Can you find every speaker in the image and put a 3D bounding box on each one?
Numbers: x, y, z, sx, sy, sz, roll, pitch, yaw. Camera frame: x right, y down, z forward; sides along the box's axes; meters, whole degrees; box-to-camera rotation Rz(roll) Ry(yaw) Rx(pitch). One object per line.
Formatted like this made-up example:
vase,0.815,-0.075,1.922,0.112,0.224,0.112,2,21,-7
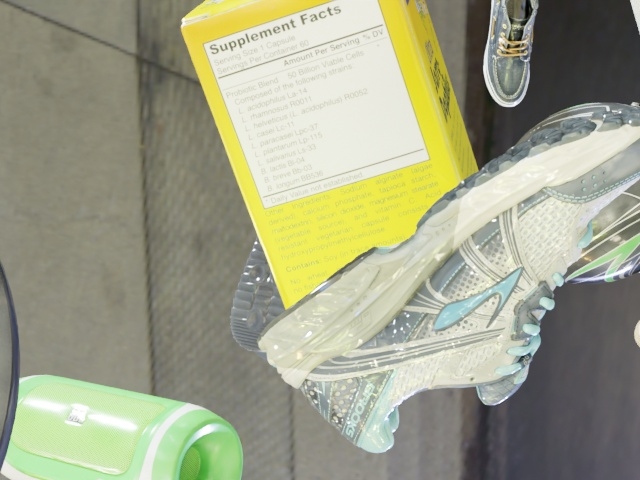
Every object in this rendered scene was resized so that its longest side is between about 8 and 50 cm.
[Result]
speaker,-0.229,0.221,1.356,0.131,0.296,0.131,-9,101,-52

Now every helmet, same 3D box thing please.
helmet,0.238,-0.041,1.102,0.161,0.169,0.169,61,49,-71

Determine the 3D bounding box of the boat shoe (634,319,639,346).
boat shoe,0.488,0.070,1.368,0.302,0.098,0.109,-10,71,-8

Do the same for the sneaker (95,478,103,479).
sneaker,-0.171,0.254,1.034,0.047,0.057,0.119,-90,-166,-69

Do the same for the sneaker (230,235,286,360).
sneaker,0.000,0.000,1.536,0.131,0.112,0.319,36,77,-52

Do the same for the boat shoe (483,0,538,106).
boat shoe,0.266,-0.279,1.769,0.065,0.083,0.183,-1,96,-3

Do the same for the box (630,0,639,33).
box,0.303,-0.231,1.049,0.126,0.072,0.137,-31,106,-52

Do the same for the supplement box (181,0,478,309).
supplement box,0.035,-0.086,1.202,0.195,0.194,0.357,-72,144,-69

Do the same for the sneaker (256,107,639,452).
sneaker,0.104,0.026,0.781,0.122,0.283,0.110,54,18,-1

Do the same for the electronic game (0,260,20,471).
electronic game,-0.223,0.054,0.463,0.048,0.229,0.229,79,35,-70
